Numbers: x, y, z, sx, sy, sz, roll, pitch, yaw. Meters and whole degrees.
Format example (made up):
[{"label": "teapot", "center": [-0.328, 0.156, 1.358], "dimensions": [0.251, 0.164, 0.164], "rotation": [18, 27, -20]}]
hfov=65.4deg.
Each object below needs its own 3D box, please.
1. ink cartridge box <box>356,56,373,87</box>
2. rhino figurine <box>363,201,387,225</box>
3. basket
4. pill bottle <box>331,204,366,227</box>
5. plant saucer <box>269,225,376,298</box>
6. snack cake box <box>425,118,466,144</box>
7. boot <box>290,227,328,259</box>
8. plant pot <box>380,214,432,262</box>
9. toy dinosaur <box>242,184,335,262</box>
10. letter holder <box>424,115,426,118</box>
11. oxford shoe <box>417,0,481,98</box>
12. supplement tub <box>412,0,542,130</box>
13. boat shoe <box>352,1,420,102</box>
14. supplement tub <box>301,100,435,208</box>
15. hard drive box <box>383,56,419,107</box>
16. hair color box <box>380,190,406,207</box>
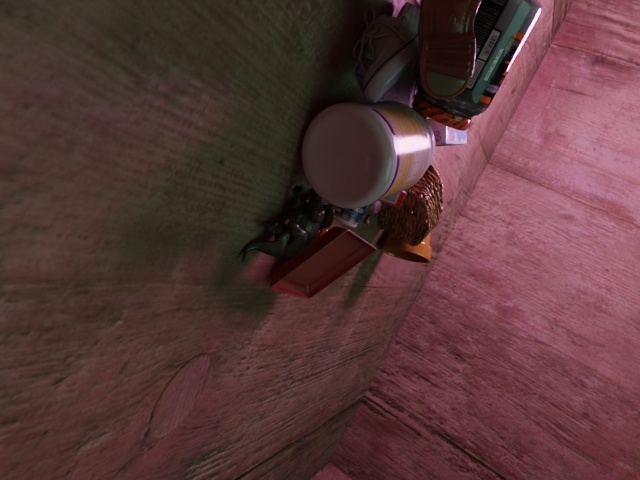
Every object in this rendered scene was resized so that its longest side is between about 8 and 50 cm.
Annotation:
[{"label": "ink cartridge box", "center": [0.121, -0.416, 1.262], "dimensions": [0.048, 0.028, 0.083], "rotation": [-59, 157, -4]}, {"label": "rhino figurine", "center": [0.160, -0.109, 1.651], "dimensions": [0.106, 0.073, 0.243], "rotation": [-62, 159, 11]}, {"label": "basket", "center": [0.362, -0.154, 1.837], "dimensions": [0.223, 0.214, 0.299], "rotation": [-47, 154, -28]}, {"label": "pill bottle", "center": [0.098, -0.131, 1.465], "dimensions": [0.169, 0.094, 0.094], "rotation": [-64, 157, 8]}, {"label": "plant saucer", "center": [0.006, 0.059, 1.372], "dimensions": [0.258, 0.047, 0.259], "rotation": [-37, 157, 11]}, {"label": "snack cake box", "center": [0.395, -0.368, 1.712], "dimensions": [0.264, 0.152, 0.089], "rotation": [-18, 108, -58]}, {"label": "boot", "center": [0.000, 0.000, 1.429], "dimensions": [0.197, 0.073, 0.152], "rotation": [-30, 148, -46]}, {"label": "plant pot", "center": [0.372, -0.026, 2.060], "dimensions": [0.205, 0.205, 0.187], "rotation": [40, 65, -67]}, {"label": "toy dinosaur", "center": [-0.057, -0.027, 1.233], "dimensions": [0.313, 0.121, 0.160], "rotation": [-52, 150, -26]}, {"label": "letter holder", "center": [0.453, -0.471, 1.633], "dimensions": [0.214, 0.152, 0.302], "rotation": [-61, 175, 6]}, {"label": "oxford shoe", "center": [0.252, -0.494, 0.984], "dimensions": [0.146, 0.141, 0.396], "rotation": [-88, -176, -57]}, {"label": "supplement tub", "center": [0.379, -0.466, 1.262], "dimensions": [0.207, 0.207, 0.338], "rotation": [-24, 144, -55]}, {"label": "boat shoe", "center": [0.151, -0.458, 1.139], "dimensions": [0.367, 0.156, 0.136], "rotation": [-55, -175, -36]}, {"label": "supplement tub", "center": [0.133, -0.222, 1.240], "dimensions": [0.331, 0.241, 0.241], "rotation": [-24, 138, -55]}, {"label": "hard drive box", "center": [0.274, -0.511, 1.396], "dimensions": [0.232, 0.089, 0.181], "rotation": [-51, 156, -23]}, {"label": "hair color box", "center": [0.197, -0.162, 1.536], "dimensions": [0.167, 0.093, 0.053], "rotation": [-98, -154, -65]}]
